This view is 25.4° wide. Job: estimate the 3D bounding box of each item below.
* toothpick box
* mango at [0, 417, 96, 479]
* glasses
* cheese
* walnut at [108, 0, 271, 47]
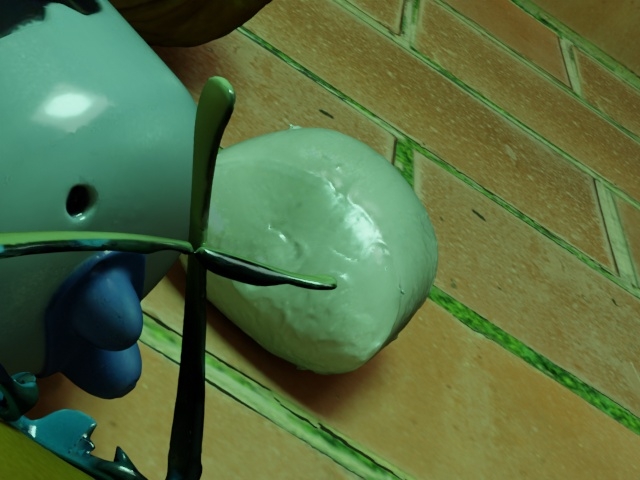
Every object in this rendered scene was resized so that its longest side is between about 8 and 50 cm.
[{"bbox_3d":[-0.215,-0.063,0.818,0.355,0.263,0.263,47,25,18],"label":"toothpick box"},{"bbox_3d":[-0.155,0.149,0.604,0.254,0.139,0.175,31,22,-30],"label":"mango"},{"bbox_3d":[-0.087,0.037,0.665,0.239,0.207,0.102,45,11,-43],"label":"glasses"},{"bbox_3d":[0.000,0.000,1.084,0.198,0.154,0.189,43,18,13],"label":"cheese"},{"bbox_3d":[-0.181,-0.355,1.294,0.354,0.308,0.398,28,20,-50],"label":"walnut"}]
